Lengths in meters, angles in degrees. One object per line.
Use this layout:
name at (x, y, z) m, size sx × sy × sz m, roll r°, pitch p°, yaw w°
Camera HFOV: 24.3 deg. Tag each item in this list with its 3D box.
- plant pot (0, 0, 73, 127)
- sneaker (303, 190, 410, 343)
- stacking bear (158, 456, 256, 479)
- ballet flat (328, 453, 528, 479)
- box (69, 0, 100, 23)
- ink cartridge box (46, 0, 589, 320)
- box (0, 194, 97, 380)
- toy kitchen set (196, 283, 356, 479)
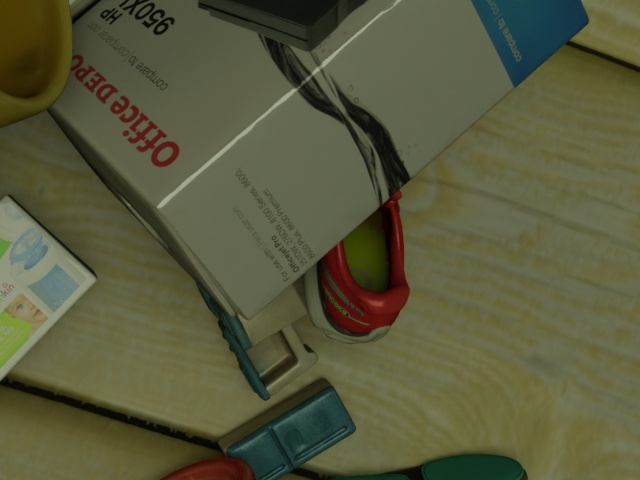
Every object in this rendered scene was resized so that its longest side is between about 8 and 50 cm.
plant pot at (-0.353, -0.181, 1.124) m, size 0.239 × 0.254 × 0.254 m, roll -17°, pitch 95°, yaw 17°
sneaker at (0.034, -0.047, 1.368) m, size 0.107 × 0.118 × 0.279 m, roll -6°, pitch 74°, yaw -23°
stacking bear at (-0.070, 0.361, 1.370) m, size 0.164 × 0.175 × 0.289 m, roll -44°, pitch 114°, yaw -44°
ballet flat at (0.096, 0.255, 1.449) m, size 0.213 × 0.072 × 0.068 m, roll -6°, pitch 120°, yaw -10°
box at (-0.307, -0.214, 1.320) m, size 0.311 × 0.121 × 0.148 m, roll -40°, pitch 98°, yaw -7°
ink cartridge box at (-0.021, -0.165, 1.277) m, size 0.395 × 0.285 × 0.166 m, roll -42°, pitch 134°, yaw -7°
box at (-0.311, 0.068, 1.337) m, size 0.114 × 0.103 × 0.203 m, roll 43°, pitch 84°, yaw -9°
toy kitchen set at (-0.052, 0.131, 1.344) m, size 0.122 × 0.166 × 0.207 m, roll -31°, pitch 105°, yaw -8°
